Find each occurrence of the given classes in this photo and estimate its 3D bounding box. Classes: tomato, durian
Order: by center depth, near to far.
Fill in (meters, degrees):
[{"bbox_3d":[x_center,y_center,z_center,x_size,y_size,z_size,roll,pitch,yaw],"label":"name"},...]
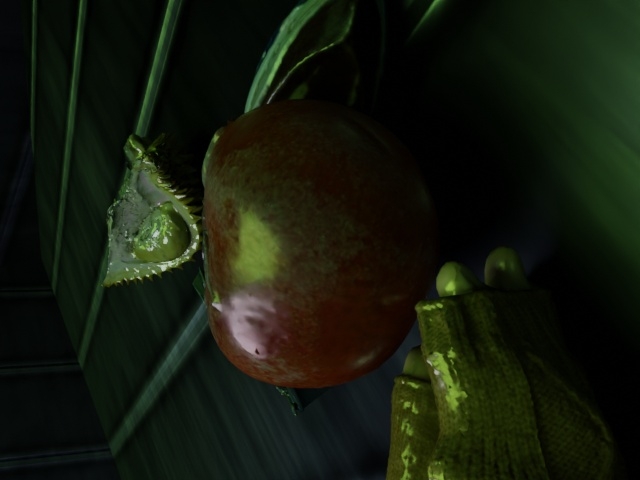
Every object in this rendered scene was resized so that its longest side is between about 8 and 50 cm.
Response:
[{"bbox_3d":[0.001,0.001,0.493,0.232,0.189,0.231,177,90,-80],"label":"tomato"},{"bbox_3d":[-0.261,-0.060,0.969,0.172,0.167,0.306,64,147,24],"label":"durian"}]

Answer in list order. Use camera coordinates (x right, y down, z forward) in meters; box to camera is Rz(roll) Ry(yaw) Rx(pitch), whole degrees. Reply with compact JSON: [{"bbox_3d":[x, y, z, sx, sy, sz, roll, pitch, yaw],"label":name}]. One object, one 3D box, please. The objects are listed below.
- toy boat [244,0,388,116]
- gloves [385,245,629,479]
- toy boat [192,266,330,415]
[{"bbox_3d":[-0.008,-0.143,0.593,0.262,0.114,0.115,123,160,-50],"label":"toy boat"},{"bbox_3d":[0.122,0.181,0.423,0.203,0.156,0.356,162,108,-77],"label":"gloves"},{"bbox_3d":[-0.085,0.074,0.783,0.296,0.122,0.114,56,168,34],"label":"toy boat"}]
